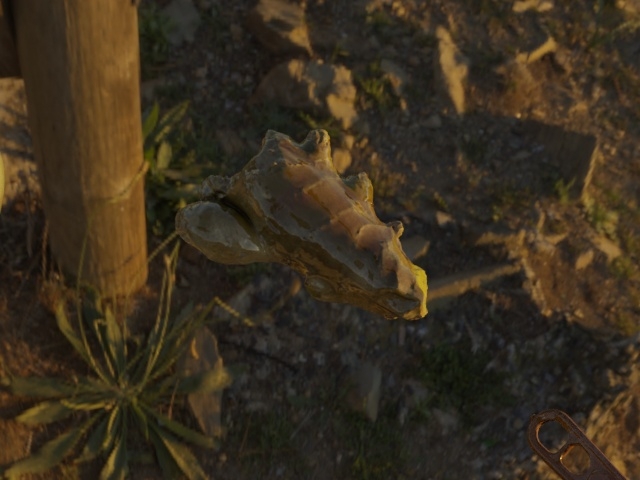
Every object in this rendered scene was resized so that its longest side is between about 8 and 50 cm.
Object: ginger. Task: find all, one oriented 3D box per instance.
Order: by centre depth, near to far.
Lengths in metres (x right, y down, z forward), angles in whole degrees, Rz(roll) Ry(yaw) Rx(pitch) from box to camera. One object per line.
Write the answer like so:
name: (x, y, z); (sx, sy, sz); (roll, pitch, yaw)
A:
ginger: (-0.001, -0.014, 0.723); (0.206, 0.081, 0.115); (23, 55, -5)

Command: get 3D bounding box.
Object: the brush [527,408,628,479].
brush: (0.266, 0.241, 0.710); (0.090, 0.017, 0.314); (-48, 51, 6)

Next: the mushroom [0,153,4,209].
mushroom: (-0.493, -0.051, 1.289); (0.108, 0.096, 0.246); (6, 94, 6)
